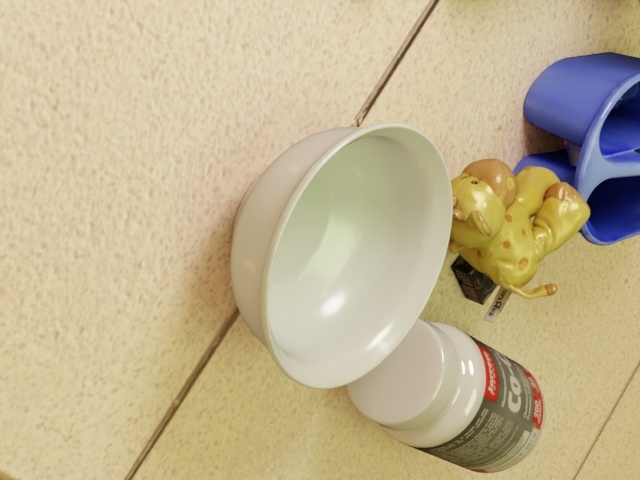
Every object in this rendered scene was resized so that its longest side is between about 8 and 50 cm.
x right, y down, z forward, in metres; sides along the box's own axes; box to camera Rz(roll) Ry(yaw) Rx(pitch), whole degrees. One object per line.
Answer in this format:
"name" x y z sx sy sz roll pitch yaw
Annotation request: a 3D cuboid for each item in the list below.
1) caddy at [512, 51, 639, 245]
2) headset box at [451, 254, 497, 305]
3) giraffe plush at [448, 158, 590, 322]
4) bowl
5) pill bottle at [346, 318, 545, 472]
"caddy" 0.416 -0.127 1.829 0.341 0.179 0.241 -15 119 -45
"headset box" 0.215 0.042 1.797 0.062 0.032 0.083 -51 138 -19
"giraffe plush" 0.205 -0.030 1.647 0.170 0.181 0.210 41 59 -39
"bowl" 0.000 0.000 1.435 0.298 0.134 0.297 -27 128 -40
"pill bottle" 0.162 0.196 1.709 0.283 0.161 0.161 31 85 -53
